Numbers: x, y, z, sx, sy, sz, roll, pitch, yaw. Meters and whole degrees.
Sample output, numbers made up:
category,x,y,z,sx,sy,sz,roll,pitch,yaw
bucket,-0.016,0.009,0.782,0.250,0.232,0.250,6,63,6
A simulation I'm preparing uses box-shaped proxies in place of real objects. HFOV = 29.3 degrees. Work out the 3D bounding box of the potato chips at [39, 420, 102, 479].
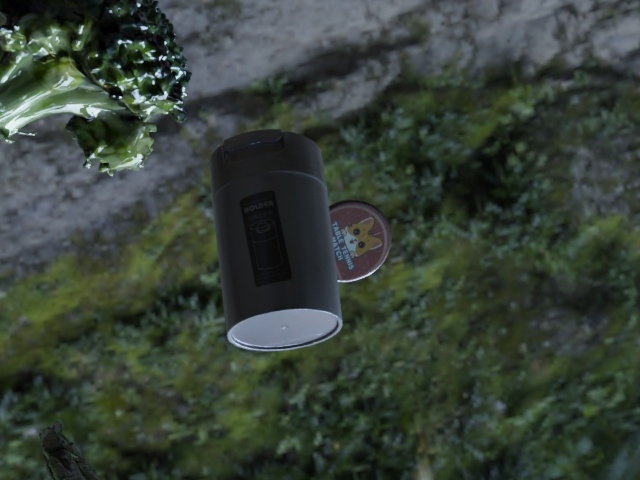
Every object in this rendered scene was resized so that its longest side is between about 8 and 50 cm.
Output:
category,x,y,z,sx,sy,sz,roll,pitch,yaw
potato chips,-0.157,0.344,1.279,0.097,0.373,0.389,-53,-164,-3

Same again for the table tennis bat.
category,x,y,z,sx,sy,sz,roll,pitch,yaw
table tennis bat,0.000,0.000,1.601,0.169,0.108,0.119,-25,-161,-5

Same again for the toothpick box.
category,x,y,z,sx,sy,sz,roll,pitch,yaw
toothpick box,-0.043,0.000,1.134,0.111,0.181,0.111,-6,156,-3

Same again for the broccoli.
category,x,y,z,sx,sy,sz,roll,pitch,yaw
broccoli,-0.350,-0.258,1.607,0.281,0.348,0.293,-47,150,-7
